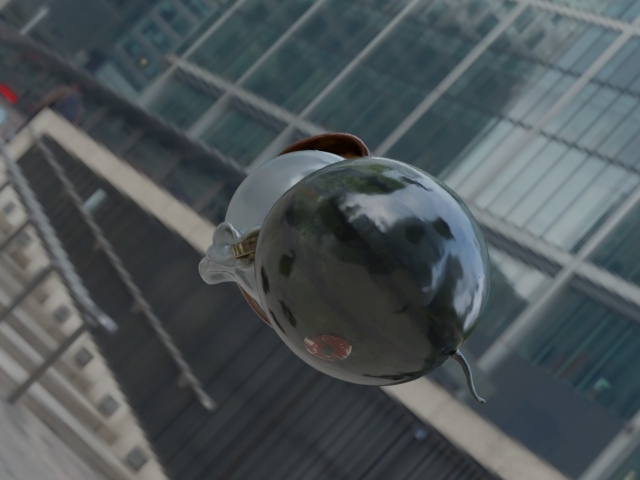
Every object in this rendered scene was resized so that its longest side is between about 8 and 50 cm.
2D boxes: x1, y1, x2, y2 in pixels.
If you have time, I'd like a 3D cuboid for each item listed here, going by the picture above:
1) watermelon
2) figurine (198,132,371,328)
[{"bbox_3d":[0.033,0.023,0.602,0.133,0.105,0.105,47,-9,-1],"label":"watermelon"},{"bbox_3d":[0.003,0.009,0.812,0.143,0.143,0.271,44,13,-2],"label":"figurine"}]
